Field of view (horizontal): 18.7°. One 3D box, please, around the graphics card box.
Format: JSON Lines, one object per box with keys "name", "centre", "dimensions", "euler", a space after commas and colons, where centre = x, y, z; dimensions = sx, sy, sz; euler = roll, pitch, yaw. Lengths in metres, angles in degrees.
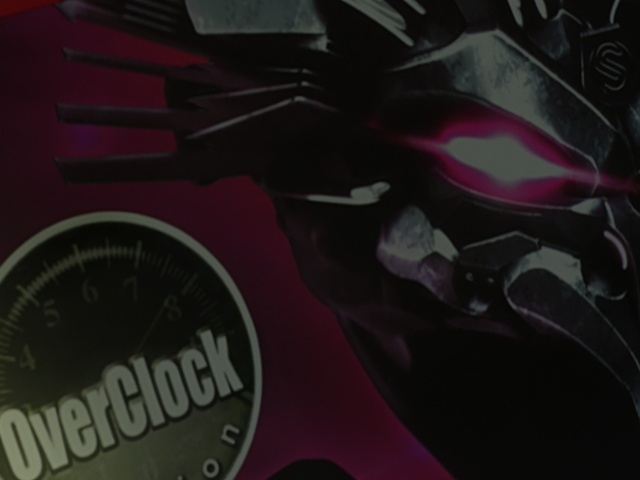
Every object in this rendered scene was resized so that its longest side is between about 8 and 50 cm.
{"name": "graphics card box", "centre": [0.000, 0.000, 0.399], "dimensions": [0.232, 0.094, 0.371], "euler": [-20, 96, -35]}
